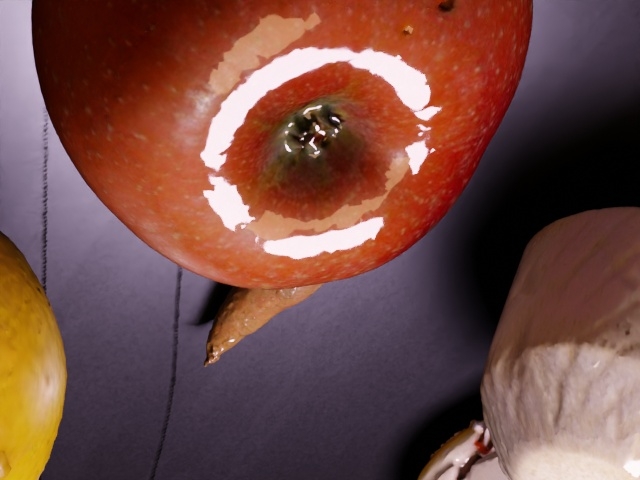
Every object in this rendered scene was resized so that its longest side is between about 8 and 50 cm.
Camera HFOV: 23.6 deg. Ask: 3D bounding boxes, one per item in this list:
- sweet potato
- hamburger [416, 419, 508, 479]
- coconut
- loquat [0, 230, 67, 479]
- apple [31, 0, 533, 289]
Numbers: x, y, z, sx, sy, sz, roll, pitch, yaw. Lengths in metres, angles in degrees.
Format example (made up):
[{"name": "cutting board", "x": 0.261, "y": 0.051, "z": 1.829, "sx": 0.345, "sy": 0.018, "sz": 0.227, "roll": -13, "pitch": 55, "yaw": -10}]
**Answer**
[{"name": "sweet potato", "x": 0.000, "y": 0.000, "z": 1.286, "sx": 0.314, "sy": 0.066, "sz": 0.072, "roll": -43, "pitch": 159, "yaw": 18}, {"name": "hamburger", "x": 0.223, "y": 0.281, "z": 1.555, "sx": 0.227, "sy": 0.151, "sz": 0.295, "roll": -41, "pitch": 138, "yaw": 24}, {"name": "coconut", "x": 0.292, "y": 0.106, "z": 1.346, "sx": 0.328, "sy": 0.329, "sz": 0.329, "roll": -10, "pitch": 131, "yaw": -11}, {"name": "loquat", "x": -0.342, "y": 0.121, "z": 1.086, "sx": 0.328, "sy": 0.359, "sz": 0.328, "roll": -5, "pitch": 153, "yaw": -3}, {"name": "apple", "x": -0.023, "y": -0.134, "z": 1.025, "sx": 0.348, "sy": 0.277, "sz": 0.348, "roll": -10, "pitch": 130, "yaw": -12}]
